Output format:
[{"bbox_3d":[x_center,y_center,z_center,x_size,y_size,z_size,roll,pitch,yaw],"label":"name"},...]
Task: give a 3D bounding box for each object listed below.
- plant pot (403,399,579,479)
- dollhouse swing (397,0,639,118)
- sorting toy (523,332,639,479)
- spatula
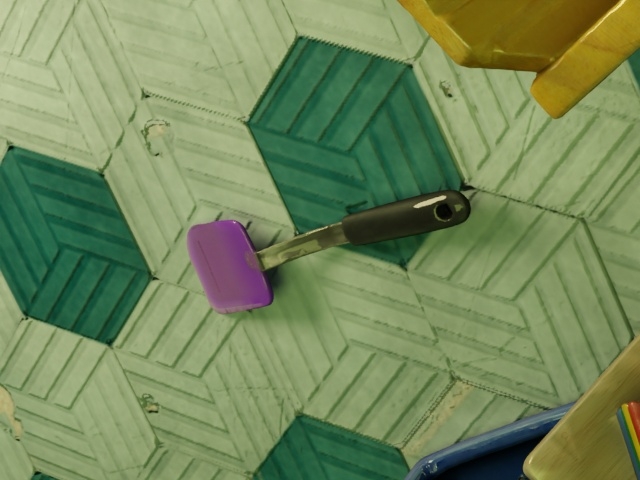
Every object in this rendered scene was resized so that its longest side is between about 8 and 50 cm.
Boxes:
[{"bbox_3d":[0.171,0.280,1.406,0.236,0.236,0.212,-23,106,37],"label":"plant pot"},{"bbox_3d":[0.161,-0.322,1.057,0.347,0.315,0.305,48,157,2],"label":"dollhouse swing"},{"bbox_3d":[0.317,0.143,1.230,0.255,0.257,0.089,43,172,6],"label":"sorting toy"},{"bbox_3d":[0.000,0.000,1.488,0.296,0.030,0.084,-16,103,36],"label":"spatula"}]
